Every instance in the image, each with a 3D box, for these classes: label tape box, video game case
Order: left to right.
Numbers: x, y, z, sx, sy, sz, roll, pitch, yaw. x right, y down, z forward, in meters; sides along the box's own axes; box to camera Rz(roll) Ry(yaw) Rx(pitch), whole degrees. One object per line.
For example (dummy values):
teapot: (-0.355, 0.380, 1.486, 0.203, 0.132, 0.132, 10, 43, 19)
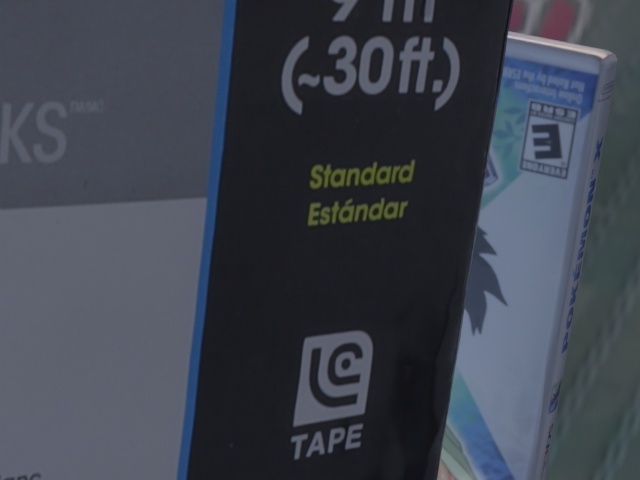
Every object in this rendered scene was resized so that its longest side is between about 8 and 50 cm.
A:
label tape box: (-0.084, -0.029, 0.407, 0.249, 0.115, 0.348, -4, -69, -37)
video game case: (0.000, 0.000, 1.093, 0.036, 0.329, 0.300, -27, -52, -62)
